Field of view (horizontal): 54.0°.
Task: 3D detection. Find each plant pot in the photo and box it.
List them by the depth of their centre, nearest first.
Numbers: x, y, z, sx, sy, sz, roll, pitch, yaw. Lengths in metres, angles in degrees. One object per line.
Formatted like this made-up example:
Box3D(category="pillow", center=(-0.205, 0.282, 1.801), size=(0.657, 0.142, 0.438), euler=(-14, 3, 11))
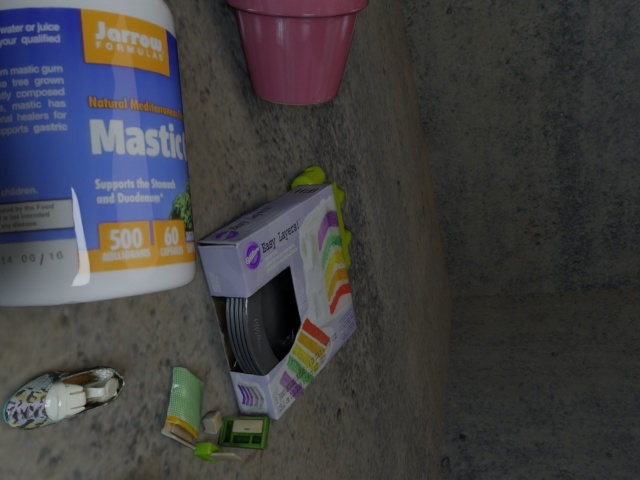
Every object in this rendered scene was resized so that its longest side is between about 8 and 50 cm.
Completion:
Box3D(category="plant pot", center=(-0.034, -0.299, 0.890), size=(0.201, 0.201, 0.180), euler=(-65, 161, -56))

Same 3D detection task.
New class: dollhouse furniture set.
Box3D(category="dollhouse furniture set", center=(-0.113, 0.202, 0.706), size=(0.152, 0.058, 0.076), euler=(60, 31, -53))

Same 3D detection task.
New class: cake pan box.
Box3D(category="cake pan box", center=(-0.047, 0.073, 0.863), size=(0.267, 0.070, 0.246), euler=(-36, 119, -55))

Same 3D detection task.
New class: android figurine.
Box3D(category="android figurine", center=(0.000, 0.000, 1.100), size=(0.273, 0.056, 0.248), euler=(-56, 138, -63))

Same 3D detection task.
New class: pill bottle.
Box3D(category="pill bottle", center=(-0.174, -0.097, 0.447), size=(0.152, 0.152, 0.272), euler=(-11, 96, -72))

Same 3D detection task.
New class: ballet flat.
Box3D(category="ballet flat", center=(-0.197, 0.123, 0.504), size=(0.114, 0.041, 0.041), euler=(0, 85, -71))
